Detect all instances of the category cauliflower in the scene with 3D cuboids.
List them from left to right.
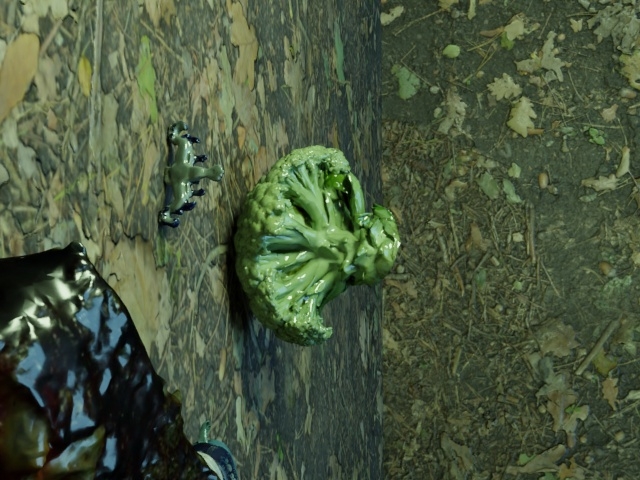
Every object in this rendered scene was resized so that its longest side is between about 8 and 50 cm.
[{"bbox_3d":[0.000,0.000,1.454,0.272,0.250,0.275,-68,158,-57],"label":"cauliflower"}]

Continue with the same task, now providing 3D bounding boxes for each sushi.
[{"bbox_3d":[-0.204,0.166,0.691,0.182,0.196,0.343,-53,138,-42],"label":"sushi"}]

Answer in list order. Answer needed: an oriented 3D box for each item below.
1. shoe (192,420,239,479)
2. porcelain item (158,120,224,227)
[{"bbox_3d":[-0.128,0.329,1.180,0.106,0.091,0.207,-53,137,-62],"label":"shoe"},{"bbox_3d":[-0.152,-0.081,1.162,0.021,0.075,0.136,56,35,-67],"label":"porcelain item"}]
